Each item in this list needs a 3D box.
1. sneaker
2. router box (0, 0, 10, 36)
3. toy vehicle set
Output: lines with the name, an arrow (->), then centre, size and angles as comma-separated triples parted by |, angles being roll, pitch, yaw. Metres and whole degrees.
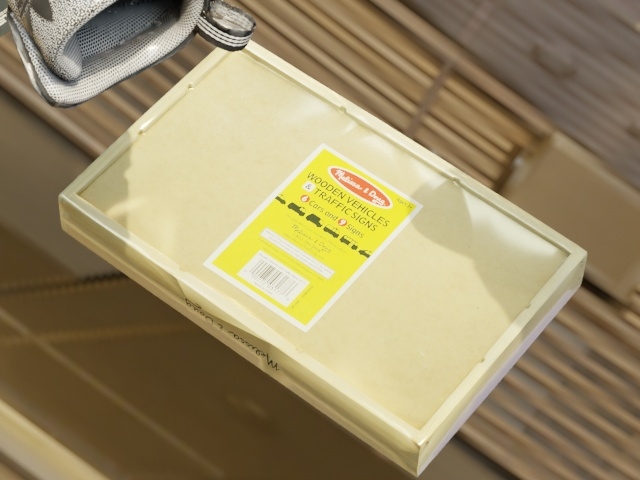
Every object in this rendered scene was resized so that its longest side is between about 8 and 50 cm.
sneaker -> -0.146, -0.143, 0.829 | 0.268, 0.153, 0.101 | 5, -43, -32
router box -> -0.259, -0.175, 1.384 | 0.122, 0.038, 0.092 | -27, -73, 38
toy vehicle set -> 0.000, 0.000, 1.154 | 0.267, 0.166, 0.035 | 34, -30, 20
